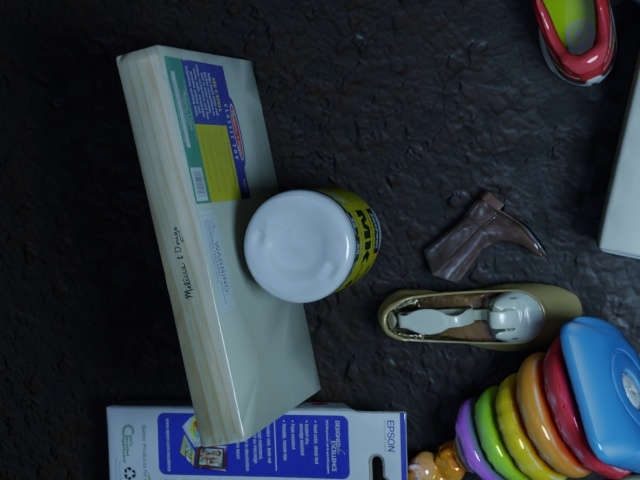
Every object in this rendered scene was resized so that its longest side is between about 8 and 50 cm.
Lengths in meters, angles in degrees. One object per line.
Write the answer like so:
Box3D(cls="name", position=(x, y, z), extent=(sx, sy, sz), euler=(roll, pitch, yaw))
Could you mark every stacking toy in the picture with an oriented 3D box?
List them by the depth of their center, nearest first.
Box3D(cls="stacking toy", position=(0.215, 0.217, 1.367), extent=(0.302, 0.175, 0.166), euler=(-28, 58, 30))

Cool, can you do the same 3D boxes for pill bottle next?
Box3D(cls="pill bottle", position=(0.000, 0.000, 1.355), extent=(0.119, 0.208, 0.119), euler=(1, 94, 13))

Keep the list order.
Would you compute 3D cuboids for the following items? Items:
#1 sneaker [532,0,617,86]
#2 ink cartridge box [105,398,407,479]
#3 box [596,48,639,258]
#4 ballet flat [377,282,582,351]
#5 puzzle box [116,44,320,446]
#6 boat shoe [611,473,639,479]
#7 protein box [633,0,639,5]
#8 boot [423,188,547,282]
Box3D(cls="sneaker", position=(0.262, -0.304, 1.319), extent=(0.107, 0.118, 0.279), euler=(-18, 90, 13))
Box3D(cls="ink cartridge box", position=(-0.073, 0.281, 1.465), extent=(0.371, 0.069, 0.176), euler=(-1, 93, 16))
Box3D(cls="box", position=(0.369, -0.117, 1.313), extent=(0.094, 0.113, 0.275), euler=(12, 98, 11))
Box3D(cls="ballet flat", position=(0.178, 0.091, 1.390), extent=(0.232, 0.073, 0.080), euler=(-4, 93, 13))
Box3D(cls="puzzle box", position=(-0.101, -0.004, 1.348), extent=(0.052, 0.272, 0.409), euler=(-12, 90, 18))
Box3D(cls="boat shoe", position=(0.363, 0.407, 1.359), extent=(0.103, 0.092, 0.285), euler=(-7, 93, 12))
Box3D(cls="protein box", position=(0.395, -0.348, 1.204), extent=(0.199, 0.136, 0.201), euler=(-15, 124, -9))
Box3D(cls="boot", position=(0.186, 0.016, 1.401), extent=(0.114, 0.037, 0.106), euler=(-47, 70, 9))
